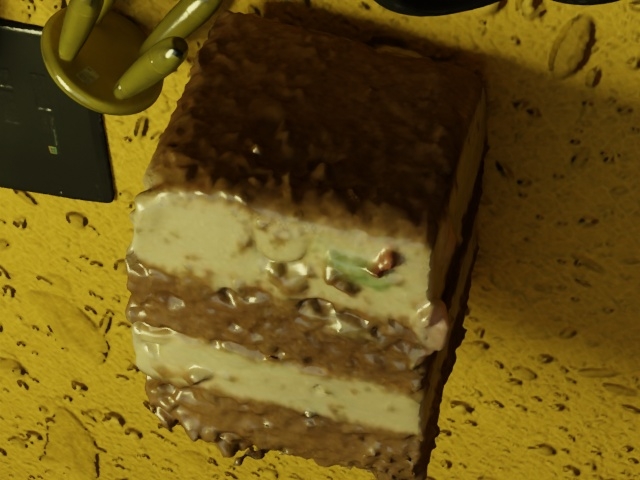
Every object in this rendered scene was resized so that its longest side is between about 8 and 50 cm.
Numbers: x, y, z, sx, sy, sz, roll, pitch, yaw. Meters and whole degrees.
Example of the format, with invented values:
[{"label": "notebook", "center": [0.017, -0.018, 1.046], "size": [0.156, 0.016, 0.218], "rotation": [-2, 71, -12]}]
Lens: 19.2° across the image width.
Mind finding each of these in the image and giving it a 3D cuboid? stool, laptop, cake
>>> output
[{"label": "stool", "center": [-0.157, -0.175, 1.535], "size": [0.134, 0.135, 0.110], "rotation": [-2, 151, -38]}, {"label": "laptop", "center": [-0.258, -0.115, 1.714], "size": [0.135, 0.016, 0.197], "rotation": [11, 135, 16]}, {"label": "cake", "center": [0.000, 0.000, 1.514], "size": [0.255, 0.282, 0.290], "rotation": [13, 132, 6]}]

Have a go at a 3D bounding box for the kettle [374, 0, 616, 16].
[{"label": "kettle", "center": [0.143, -0.237, 1.212], "size": [0.268, 0.207, 0.290], "rotation": [-23, 168, -2]}]
